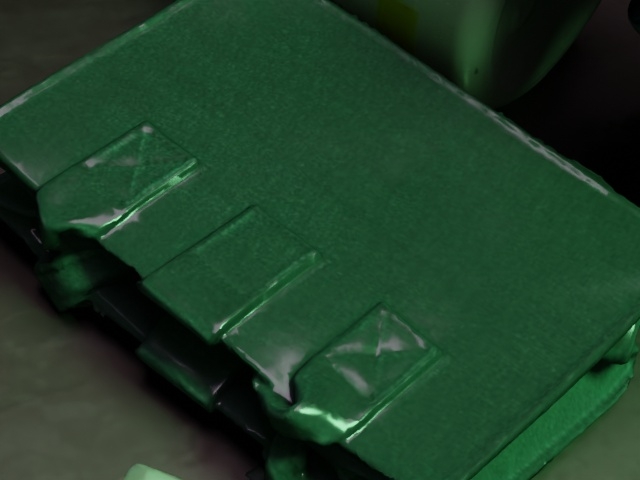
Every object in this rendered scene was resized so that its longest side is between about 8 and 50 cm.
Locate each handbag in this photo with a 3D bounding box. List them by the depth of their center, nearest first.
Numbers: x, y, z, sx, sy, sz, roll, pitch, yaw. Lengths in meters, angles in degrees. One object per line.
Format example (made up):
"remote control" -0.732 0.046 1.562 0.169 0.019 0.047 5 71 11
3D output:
"handbag" 0.001 0.000 0.792 0.326 0.089 0.238 39 52 23

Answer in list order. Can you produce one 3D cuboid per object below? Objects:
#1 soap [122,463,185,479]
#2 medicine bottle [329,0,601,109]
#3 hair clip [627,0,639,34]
"soap" -0.026 0.182 0.629 0.183 0.064 0.121 22 48 11
"medicine bottle" 0.017 -0.248 0.946 0.340 0.208 0.208 34 50 21
"hair clip" 0.260 -0.226 0.770 0.310 0.194 0.206 -30 39 -17
